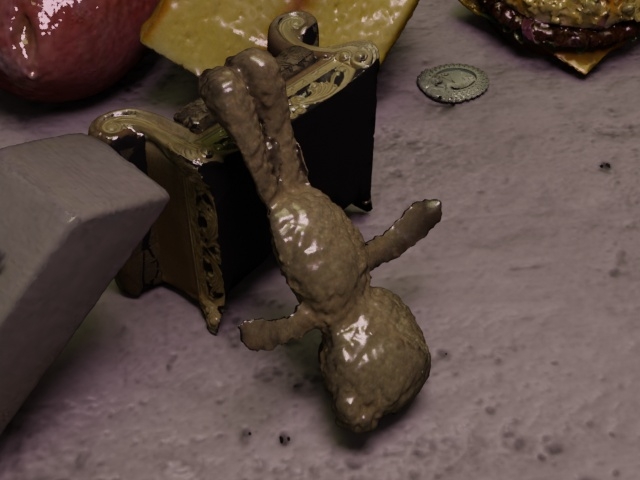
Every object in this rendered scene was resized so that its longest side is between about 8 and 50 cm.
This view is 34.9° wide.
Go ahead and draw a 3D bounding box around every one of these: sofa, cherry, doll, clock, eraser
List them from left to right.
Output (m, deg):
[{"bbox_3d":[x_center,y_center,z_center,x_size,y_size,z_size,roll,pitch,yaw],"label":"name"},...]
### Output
[{"bbox_3d":[-0.261,0.071,0.736,0.111,0.077,0.352,35,88,33],"label":"eraser"},{"bbox_3d":[-0.287,-0.277,1.116,0.261,0.221,0.307,-6,55,5],"label":"cherry"},{"bbox_3d":[-0.083,-0.080,0.910,0.182,0.200,0.258,33,53,28],"label":"sofa"},{"bbox_3d":[-0.007,0.011,0.766,0.091,0.286,0.202,-14,45,39],"label":"doll"},{"bbox_3d":[0.152,-0.181,1.158,0.083,0.010,0.074,-19,45,-21],"label":"clock"}]

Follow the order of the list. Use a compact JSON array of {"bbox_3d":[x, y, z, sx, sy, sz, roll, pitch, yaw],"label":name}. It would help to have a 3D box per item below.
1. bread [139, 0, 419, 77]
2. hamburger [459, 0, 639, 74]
[{"bbox_3d":[-0.040,-0.286,1.188,0.233,0.244,0.361,29,9,-11],"label":"bread"},{"bbox_3d":[0.295,-0.321,1.217,0.262,0.138,0.243,31,51,28],"label":"hamburger"}]
